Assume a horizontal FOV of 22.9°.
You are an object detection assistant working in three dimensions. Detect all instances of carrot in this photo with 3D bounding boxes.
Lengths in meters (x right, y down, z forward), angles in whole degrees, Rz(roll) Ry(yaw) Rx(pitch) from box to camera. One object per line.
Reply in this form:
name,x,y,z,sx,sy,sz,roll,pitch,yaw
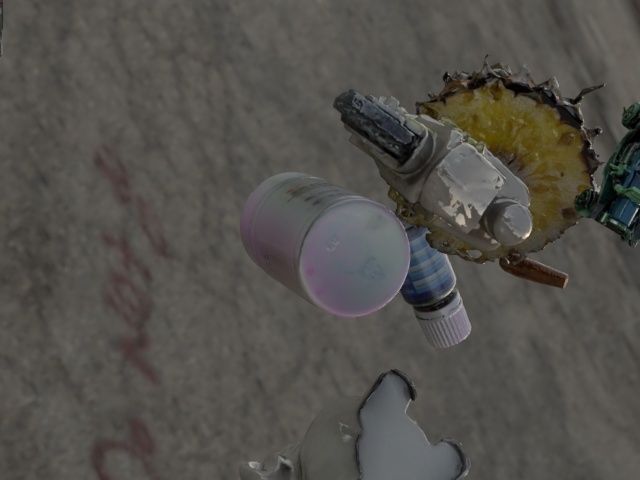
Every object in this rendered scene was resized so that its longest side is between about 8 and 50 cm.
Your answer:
carrot,0.274,0.039,2.047,0.093,0.032,0.032,21,5,19

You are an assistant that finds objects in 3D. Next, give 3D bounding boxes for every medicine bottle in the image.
medicine bottle,0.149,0.053,2.231,0.083,0.083,0.203,-82,148,-64
medicine bottle,0.000,0.000,2.043,0.152,0.152,0.254,56,-10,-21

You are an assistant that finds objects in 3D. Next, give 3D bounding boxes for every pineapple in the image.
pineapple,0.223,-0.141,1.963,0.262,0.262,0.272,57,23,-19

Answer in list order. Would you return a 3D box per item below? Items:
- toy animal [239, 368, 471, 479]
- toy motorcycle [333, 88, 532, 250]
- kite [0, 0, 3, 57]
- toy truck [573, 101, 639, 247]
toy animal,0.017,0.317,2.098,0.258,0.357,0.194,-28,88,-39
toy motorcycle,0.133,-0.067,1.656,0.223,0.108,0.340,36,3,14
kite,-0.400,-0.247,1.729,0.139,0.157,0.011,40,-6,-24
toy truck,0.347,-0.075,1.704,0.080,0.154,0.078,31,-7,-14
